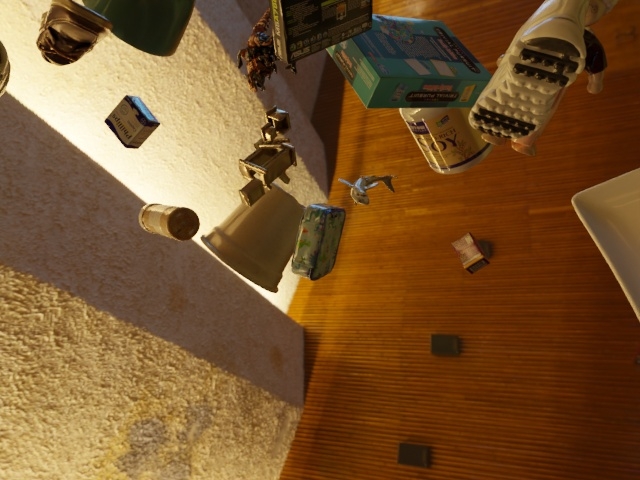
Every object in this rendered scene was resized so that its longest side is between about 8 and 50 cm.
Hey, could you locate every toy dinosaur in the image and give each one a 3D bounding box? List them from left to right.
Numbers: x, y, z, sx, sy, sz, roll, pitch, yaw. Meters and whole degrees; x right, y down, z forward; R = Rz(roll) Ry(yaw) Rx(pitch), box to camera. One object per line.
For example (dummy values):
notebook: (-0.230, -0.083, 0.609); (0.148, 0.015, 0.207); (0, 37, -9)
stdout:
toy dinosaur: (-0.196, -0.708, 1.693); (0.164, 0.218, 0.322); (-78, -8, -80)

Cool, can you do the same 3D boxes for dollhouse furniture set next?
dollhouse furniture set: (-0.159, -0.208, 1.089); (0.182, 0.101, 0.161); (-47, -32, -31)

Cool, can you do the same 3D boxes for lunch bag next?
lunch bag: (0.000, 0.000, 1.355); (0.176, 0.090, 0.219); (-12, -63, -67)

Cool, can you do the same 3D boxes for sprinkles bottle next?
sprinkles bottle: (-0.567, -0.074, 1.703); (0.121, 0.355, 0.121); (-5, -81, -36)

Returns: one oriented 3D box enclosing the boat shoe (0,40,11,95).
boat shoe: (-0.547, -0.146, 0.591); (0.136, 0.156, 0.367); (49, -119, -29)

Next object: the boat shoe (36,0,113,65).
boat shoe: (-0.568, -0.450, 1.033); (0.123, 0.342, 0.123); (17, -89, -45)

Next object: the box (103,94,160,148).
box: (-0.651, -0.408, 1.589); (0.126, 0.137, 0.072); (51, -161, 2)

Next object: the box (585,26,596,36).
box: (0.503, -0.401, 1.095); (0.094, 0.275, 0.113); (52, -147, 18)

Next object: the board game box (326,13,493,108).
board game box: (0.202, -0.414, 1.060); (0.335, 0.079, 0.254); (-9, -123, -28)

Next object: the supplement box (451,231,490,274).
supplement box: (0.365, 0.031, 1.118); (0.043, 0.055, 0.083); (31, -148, -41)

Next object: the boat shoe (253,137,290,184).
boat shoe: (-0.134, -0.233, 1.346); (0.153, 0.048, 0.056); (51, 178, -4)

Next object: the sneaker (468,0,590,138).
sneaker: (0.312, -0.248, 0.692); (0.292, 0.110, 0.118); (94, -164, -77)

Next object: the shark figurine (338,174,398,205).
shark figurine: (0.172, -0.189, 1.767); (0.278, 0.166, 0.116); (-35, -38, -48)

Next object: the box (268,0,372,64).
box: (0.004, -0.408, 0.744); (0.190, 0.045, 0.184); (-32, -37, -20)

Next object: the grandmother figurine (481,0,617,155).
grandmother figurine: (0.461, -0.341, 0.902); (0.104, 0.207, 0.343); (-85, 9, -54)

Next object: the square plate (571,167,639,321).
square plate: (0.524, 0.007, 0.509); (0.049, 0.347, 0.344); (44, -148, -39)

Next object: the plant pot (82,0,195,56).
plant pot: (-0.498, -0.729, 1.328); (0.293, 0.235, 0.293); (32, -146, -24)

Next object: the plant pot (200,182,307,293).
plant pot: (-0.196, -0.037, 1.612); (0.305, 0.333, 0.334); (-54, -31, 1)

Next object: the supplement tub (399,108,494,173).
supplement tub: (0.403, -0.409, 1.493); (0.331, 0.241, 0.241); (50, -139, -32)
